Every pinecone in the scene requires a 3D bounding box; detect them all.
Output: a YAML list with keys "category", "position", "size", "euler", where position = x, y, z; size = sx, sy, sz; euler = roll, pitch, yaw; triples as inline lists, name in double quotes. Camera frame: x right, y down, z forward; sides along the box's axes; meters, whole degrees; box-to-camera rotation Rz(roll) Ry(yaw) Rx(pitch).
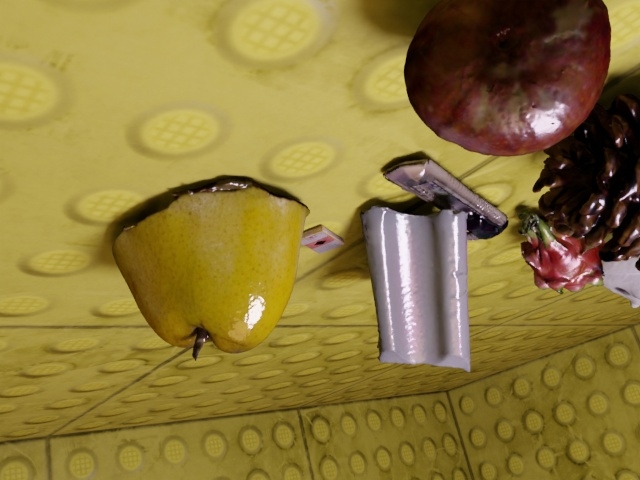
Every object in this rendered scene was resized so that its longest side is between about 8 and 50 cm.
- category: "pinecone"
  position: [0.396, -0.071, 0.767]
  size: [0.272, 0.224, 0.224]
  euler: [7, 158, 2]

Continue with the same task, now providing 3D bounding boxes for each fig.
- category: "fig"
  position: [0.157, -0.160, 0.552]
  size: [0.160, 0.143, 0.231]
  euler: [-25, -161, 20]

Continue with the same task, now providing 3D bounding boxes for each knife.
- category: "knife"
  position: [0.195, -0.047, 0.928]
  size: [0.089, 0.043, 0.365]
  euler: [-26, 155, 25]

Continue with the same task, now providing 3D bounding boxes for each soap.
- category: "soap"
  position: [0.160, 0.028, 1.041]
  size: [0.158, 0.258, 0.303]
  euler: [-1, 118, 10]

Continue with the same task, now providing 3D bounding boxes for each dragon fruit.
- category: "dragon fruit"
  position: [0.409, 0.006, 1.085]
  size: [0.137, 0.135, 0.236]
  euler: [-16, 142, 22]

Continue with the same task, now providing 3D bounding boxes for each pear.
- category: "pear"
  position: [-0.125, 0.058, 0.816]
  size: [0.266, 0.178, 0.267]
  euler: [-14, 163, -5]

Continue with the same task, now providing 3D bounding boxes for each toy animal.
- category: "toy animal"
  position: [0.674, 0.015, 1.210]
  size: [0.289, 0.174, 0.249]
  euler: [-19, 170, 9]

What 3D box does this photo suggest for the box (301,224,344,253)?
- category: "box"
  position: [0.000, 0.000, 0.962]
  size: [0.046, 0.012, 0.083]
  euler: [-20, 159, 18]
